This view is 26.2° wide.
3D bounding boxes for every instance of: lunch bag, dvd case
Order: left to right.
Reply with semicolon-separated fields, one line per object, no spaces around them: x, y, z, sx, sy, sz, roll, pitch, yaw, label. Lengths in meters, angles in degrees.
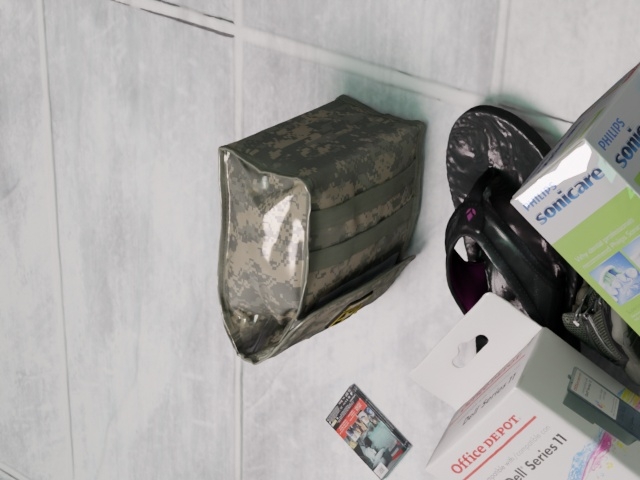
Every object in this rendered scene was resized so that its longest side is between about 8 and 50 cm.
0.000;0.000;1.687;0.169;0.235;0.287;24;125;34;lunch bag
0.066;0.268;1.917;0.119;0.013;0.087;46;134;17;dvd case

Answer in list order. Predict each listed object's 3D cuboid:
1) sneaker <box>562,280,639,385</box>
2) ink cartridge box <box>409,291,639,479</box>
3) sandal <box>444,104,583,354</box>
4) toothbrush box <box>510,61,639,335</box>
0.317;0.072;1.497;0.130;0.087;0.227;33;167;33;sneaker
0.268;0.244;1.579;0.353;0.119;0.207;37;133;-1;ink cartridge box
0.224;0.064;1.609;0.167;0.107;0.446;5;114;41;sandal
0.355;-0.015;1.348;0.283;0.206;0.122;45;134;1;toothbrush box
